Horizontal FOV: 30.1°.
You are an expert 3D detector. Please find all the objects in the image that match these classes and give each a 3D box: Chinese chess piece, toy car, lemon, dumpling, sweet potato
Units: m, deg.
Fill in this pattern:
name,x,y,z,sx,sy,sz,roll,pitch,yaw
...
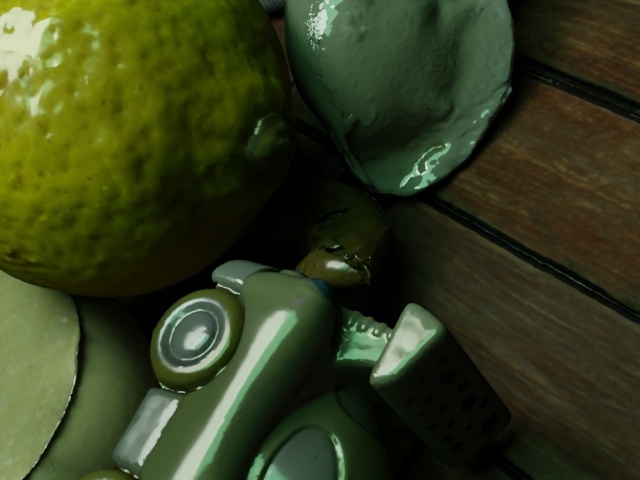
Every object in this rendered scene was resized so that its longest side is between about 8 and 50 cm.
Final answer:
name,x,y,z,sx,sy,sz,roll,pitch,yaw
Chinese chess piece,-0.321,0.180,1.179,0.338,0.140,0.338,-18,49,22
toy car,-0.032,0.208,0.907,0.226,0.242,0.336,13,65,36
lemon,-0.191,-0.115,1.091,0.387,0.350,0.349,20,72,35
dumpling,0.066,-0.189,1.172,0.205,0.293,0.163,-19,-1,-18
sweet potato,0.004,-0.001,1.113,0.124,0.098,0.310,-20,22,-16

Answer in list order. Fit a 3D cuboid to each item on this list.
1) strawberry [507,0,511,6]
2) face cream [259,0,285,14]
name,x,y,z,sx,sy,sz,roll,pitch,yaw
strawberry,0.151,-0.309,1.252,0.208,0.087,0.167,34,96,51
face cream,-0.067,-0.302,1.396,0.229,0.075,0.075,-7,56,28
